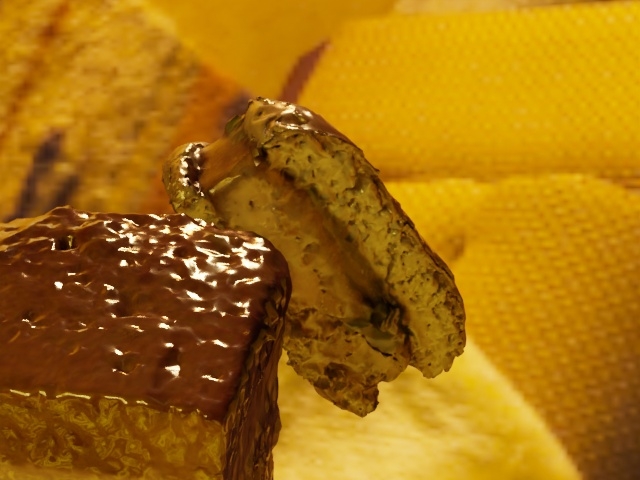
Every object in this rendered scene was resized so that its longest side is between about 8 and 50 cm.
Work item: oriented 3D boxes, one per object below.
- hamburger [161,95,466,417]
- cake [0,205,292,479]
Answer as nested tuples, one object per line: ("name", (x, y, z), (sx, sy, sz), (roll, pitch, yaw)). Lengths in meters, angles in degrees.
("hamburger", (0.000, 0.000, 1.269), (0.124, 0.131, 0.262), (-32, 130, 4))
("cake", (-0.118, 0.150, 1.096), (0.199, 0.196, 0.293), (-76, 168, -61))
